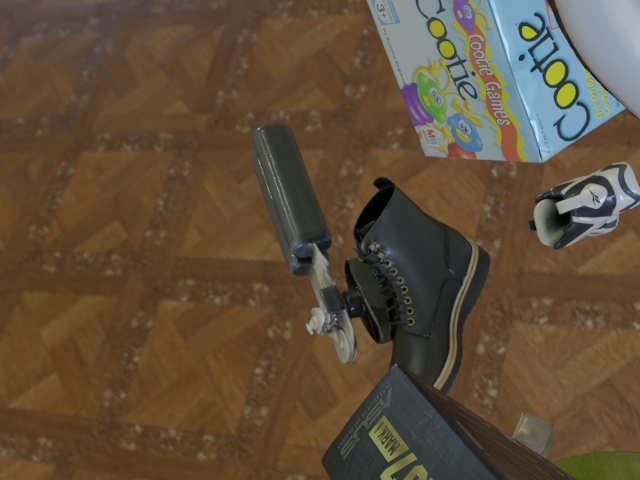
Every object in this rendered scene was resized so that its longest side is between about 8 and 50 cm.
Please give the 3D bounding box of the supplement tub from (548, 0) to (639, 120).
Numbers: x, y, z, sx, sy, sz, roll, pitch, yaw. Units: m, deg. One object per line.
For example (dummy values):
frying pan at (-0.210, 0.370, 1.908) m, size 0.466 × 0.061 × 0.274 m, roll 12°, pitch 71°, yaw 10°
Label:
supplement tub at (0.209, -0.192, 0.437) m, size 0.194 × 0.193 × 0.316 m, roll 0°, pitch 47°, yaw 28°

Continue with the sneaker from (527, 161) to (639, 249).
sneaker at (0.376, -0.041, 1.672) m, size 0.153 × 0.235 × 0.094 m, roll -19°, pitch 86°, yaw -6°

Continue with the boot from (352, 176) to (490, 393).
boot at (0.064, 0.056, 0.989) m, size 0.077 × 0.137 × 0.198 m, roll -19°, pitch 42°, yaw 47°

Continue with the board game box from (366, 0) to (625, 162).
board game box at (0.198, -0.185, 0.853) m, size 0.275 × 0.144 × 0.142 m, roll -31°, pitch 21°, yaw -25°

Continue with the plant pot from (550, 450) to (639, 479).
plant pot at (0.252, 0.366, 0.849) m, size 0.366 × 0.366 × 0.353 m, roll -27°, pitch 40°, yaw 9°

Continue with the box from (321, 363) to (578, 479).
box at (0.124, 0.154, 0.409) m, size 0.059 × 0.233 × 0.183 m, roll -54°, pitch 23°, yaw 3°

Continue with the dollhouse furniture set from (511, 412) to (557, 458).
dollhouse furniture set at (0.066, 0.329, 1.319) m, size 0.303 × 0.174 × 0.355 m, roll 25°, pitch 65°, yaw 15°

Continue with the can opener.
can opener at (0.000, 0.000, 1.135) m, size 0.093 × 0.074 × 0.280 m, roll -16°, pitch 60°, yaw -16°
